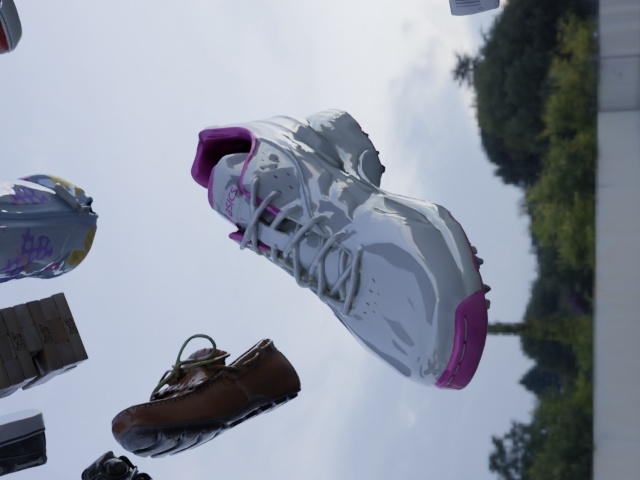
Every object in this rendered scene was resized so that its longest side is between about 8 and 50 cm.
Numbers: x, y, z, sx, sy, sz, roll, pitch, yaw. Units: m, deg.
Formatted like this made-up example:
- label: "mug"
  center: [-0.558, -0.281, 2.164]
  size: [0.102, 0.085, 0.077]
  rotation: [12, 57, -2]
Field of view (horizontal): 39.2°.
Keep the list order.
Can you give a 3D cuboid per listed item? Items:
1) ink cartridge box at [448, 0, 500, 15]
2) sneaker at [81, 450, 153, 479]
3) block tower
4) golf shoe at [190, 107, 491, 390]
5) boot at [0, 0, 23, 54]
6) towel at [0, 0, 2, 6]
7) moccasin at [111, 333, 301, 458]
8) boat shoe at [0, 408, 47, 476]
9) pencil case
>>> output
- label: "ink cartridge box"
  center: [0.147, -0.363, 0.882]
  size: [0.181, 0.056, 0.224]
  rotation: [67, -155, -49]
- label: "sneaker"
  center: [-0.193, 0.304, 1.026]
  size: [0.087, 0.228, 0.130]
  rotation: [-23, -79, -76]
- label: "block tower"
  center: [-0.428, 0.151, 0.978]
  size: [0.336, 0.091, 0.097]
  rotation: [-15, -103, -45]
- label: "golf shoe"
  center: [0.000, 0.000, 0.614]
  size: [0.306, 0.140, 0.115]
  rotation: [-128, 46, -54]
- label: "boot"
  center: [-0.438, -0.256, 0.971]
  size: [0.176, 0.088, 0.244]
  rotation: [-51, -26, -18]
- label: "towel"
  center: [-0.190, -0.191, 0.382]
  size: [0.308, 0.076, 0.227]
  rotation: [-64, -10, -4]
- label: "moccasin"
  center: [-0.171, 0.222, 1.361]
  size: [0.380, 0.139, 0.147]
  rotation: [-15, -107, -53]
- label: "boat shoe"
  center: [-0.496, 0.316, 1.226]
  size: [0.301, 0.108, 0.102]
  rotation: [-10, -90, -62]
- label: "pencil case"
  center: [-0.322, -0.007, 0.840]
  size: [0.273, 0.124, 0.113]
  rotation: [-14, -79, -73]
